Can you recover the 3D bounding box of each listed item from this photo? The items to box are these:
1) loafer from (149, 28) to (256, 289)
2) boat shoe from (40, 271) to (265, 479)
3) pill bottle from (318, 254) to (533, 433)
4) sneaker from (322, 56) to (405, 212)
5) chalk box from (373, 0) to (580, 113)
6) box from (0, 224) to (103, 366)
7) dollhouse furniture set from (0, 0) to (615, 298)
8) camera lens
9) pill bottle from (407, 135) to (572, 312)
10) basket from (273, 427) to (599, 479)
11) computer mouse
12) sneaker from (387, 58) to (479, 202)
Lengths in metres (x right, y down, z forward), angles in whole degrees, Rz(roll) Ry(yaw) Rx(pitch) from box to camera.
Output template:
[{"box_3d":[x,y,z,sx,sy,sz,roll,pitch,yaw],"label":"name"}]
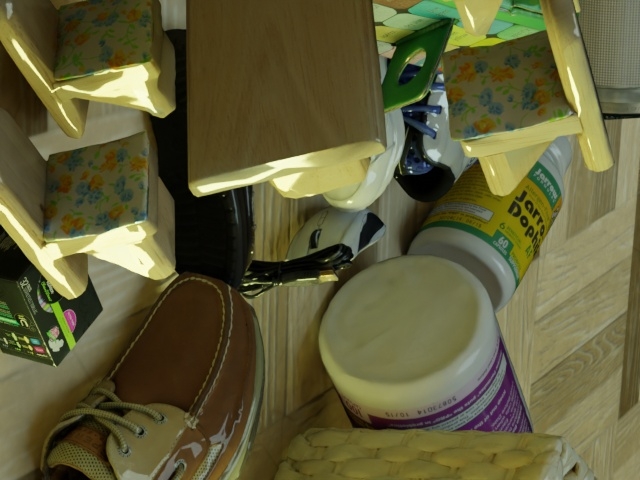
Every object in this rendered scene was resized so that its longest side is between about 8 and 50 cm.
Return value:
[{"box_3d":[-0.080,-0.063,1.320,0.078,0.080,0.220,-37,131,-50],"label":"loafer"},{"box_3d":[-0.142,0.170,1.256,0.120,0.122,0.324,46,59,-53],"label":"boat shoe"},{"box_3d":[0.115,0.165,1.664,0.169,0.169,0.301,-60,146,-30],"label":"pill bottle"},{"box_3d":[0.010,-0.139,1.469,0.115,0.090,0.232,-2,93,-54],"label":"sneaker"},{"box_3d":[0.094,-0.240,1.364,0.179,0.180,0.289,11,79,-25],"label":"chalk box"},{"box_3d":[-0.197,0.034,1.175,0.062,0.052,0.083,-55,142,-36],"label":"box"},{"box_3d":[-0.042,-0.219,1.070,0.256,0.362,0.394,61,20,-51],"label":"dollhouse furniture set"},{"box_3d":[0.324,-0.279,1.828,0.219,0.219,0.274,-34,128,-52],"label":"camera lens"},{"box_3d":[0.182,-0.032,1.768,0.208,0.117,0.118,-56,144,-35],"label":"pill bottle"},{"box_3d":[0.098,0.360,1.487,0.266,0.331,0.328,52,53,-32],"label":"basket"},{"box_3d":[0.000,0.000,1.498,0.193,0.106,0.042,-39,114,-65],"label":"computer mouse"},{"box_3d":[0.099,-0.157,1.562,0.182,0.127,0.315,-53,144,-42],"label":"sneaker"}]
